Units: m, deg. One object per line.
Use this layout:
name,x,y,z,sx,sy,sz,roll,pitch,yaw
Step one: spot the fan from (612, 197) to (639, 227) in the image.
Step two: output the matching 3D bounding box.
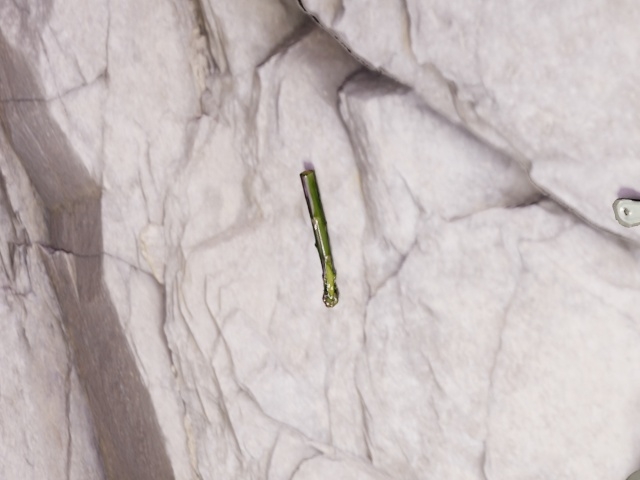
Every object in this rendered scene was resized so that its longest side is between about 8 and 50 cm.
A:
fan,0.289,-0.024,0.943,0.226,0.008,0.153,-6,105,47

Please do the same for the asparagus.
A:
asparagus,0.000,0.000,1.261,0.018,0.015,0.127,10,116,54

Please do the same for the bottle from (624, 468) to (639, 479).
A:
bottle,0.315,0.202,0.952,0.245,0.104,0.104,-9,102,49
